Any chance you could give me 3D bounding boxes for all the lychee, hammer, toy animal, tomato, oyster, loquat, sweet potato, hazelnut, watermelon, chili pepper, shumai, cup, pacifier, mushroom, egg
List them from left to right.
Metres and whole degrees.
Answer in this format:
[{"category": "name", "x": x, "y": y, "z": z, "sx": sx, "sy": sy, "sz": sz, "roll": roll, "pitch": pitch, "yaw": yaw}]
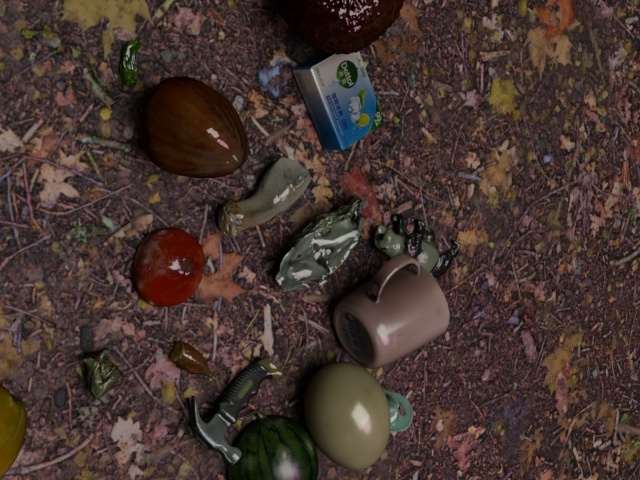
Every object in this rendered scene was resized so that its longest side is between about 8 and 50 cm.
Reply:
[{"category": "loquat", "x": -0.604, "y": 0.323, "z": 1.535, "sx": 0.246, "sy": 0.213, "sz": 0.213, "roll": -46, "pitch": 121, "yaw": -15}, {"category": "shumai", "x": -0.417, "y": 0.245, "z": 1.767, "sx": 0.080, "sy": 0.082, "sz": 0.083, "roll": 40, "pitch": 33, "yaw": 2}, {"category": "chili pepper", "x": -0.354, "y": -0.329, "z": 1.764, "sx": 0.030, "sy": 0.034, "sz": 0.091, "roll": -3, "pitch": 98, "yaw": -71}, {"category": "tomato", "x": -0.282, "y": 0.056, "z": 1.824, "sx": 0.139, "sy": 0.091, "sz": 0.159, "roll": 27, "pitch": 81, "yaw": -36}, {"category": "hazelnut", "x": -0.238, "y": -0.196, "z": 1.763, "sx": 0.186, "sy": 0.210, "sz": 0.210, "roll": -17, "pitch": 110, "yaw": 5}, {"category": "sweet potato", "x": -0.250, "y": 0.247, "z": 1.896, "sx": 0.117, "sy": 0.049, "sz": 0.049, "roll": 43, "pitch": 69, "yaw": -29}, {"category": "hammer", "x": -0.172, "y": 0.330, "z": 1.954, "sx": 0.159, "sy": 0.041, "sz": 0.226, "roll": 49, "pitch": 57, "yaw": -10}, {"category": "mushroom", "x": -0.119, "y": -0.082, "z": 1.944, "sx": 0.223, "sy": 0.081, "sz": 0.092, "roll": -40, "pitch": 136, "yaw": -25}, {"category": "watermelon", "x": -0.087, "y": 0.476, "z": 2.006, "sx": 0.204, "sy": 0.127, "sz": 0.232, "roll": -3, "pitch": 92, "yaw": -34}, {"category": "oyster", "x": 0.002, "y": 0.001, "z": 2.042, "sx": 0.199, "sy": 0.087, "sz": 0.252, "roll": 23, "pitch": 88, "yaw": -47}, {"category": "lychee", "x": 0.036, "y": -0.496, "z": 1.913, "sx": 0.260, "sy": 0.260, "sz": 0.261, "roll": -5, "pitch": 99, "yaw": -38}, {"category": "egg", "x": 0.060, "y": 0.382, "z": 2.067, "sx": 0.186, "sy": 0.186, "sz": 0.242, "roll": -26, "pitch": 103, "yaw": -33}, {"category": "pacifier", "x": 0.138, "y": 0.414, "z": 2.207, "sx": 0.150, "sy": 0.127, "sz": 0.117, "roll": -30, "pitch": 151, "yaw": -14}, {"category": "cup", "x": 0.151, "y": 0.148, "z": 2.094, "sx": 0.200, "sy": 0.191, "sz": 0.253, "roll": -27, "pitch": 138, "yaw": -30}, {"category": "toy animal", "x": 0.216, "y": 0.014, "z": 2.214, "sx": 0.225, "sy": 0.094, "sz": 0.121, "roll": 26, "pitch": 88, "yaw": -38}]

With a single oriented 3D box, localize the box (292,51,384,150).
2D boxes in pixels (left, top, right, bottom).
[{"category": "box", "x": 0.041, "y": -0.310, "z": 2.043, "sx": 0.139, "sy": 0.073, "sz": 0.194, "roll": -36, "pitch": 116, "yaw": -29}]
